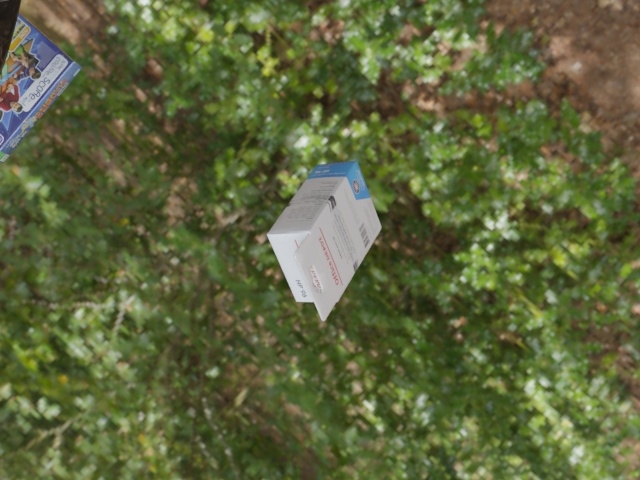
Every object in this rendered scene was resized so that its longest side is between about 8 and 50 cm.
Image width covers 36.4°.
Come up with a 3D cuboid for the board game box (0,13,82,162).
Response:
[{"bbox_3d":[-0.495,-0.243,1.548,0.136,0.201,0.035,41,-179,11],"label":"board game box"}]

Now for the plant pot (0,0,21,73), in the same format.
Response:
[{"bbox_3d":[-0.471,-0.207,1.097,0.187,0.188,0.167,19,118,13],"label":"plant pot"}]

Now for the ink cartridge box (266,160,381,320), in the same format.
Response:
[{"bbox_3d":[0.000,0.000,0.529,0.028,0.083,0.048,-2,126,31],"label":"ink cartridge box"}]
